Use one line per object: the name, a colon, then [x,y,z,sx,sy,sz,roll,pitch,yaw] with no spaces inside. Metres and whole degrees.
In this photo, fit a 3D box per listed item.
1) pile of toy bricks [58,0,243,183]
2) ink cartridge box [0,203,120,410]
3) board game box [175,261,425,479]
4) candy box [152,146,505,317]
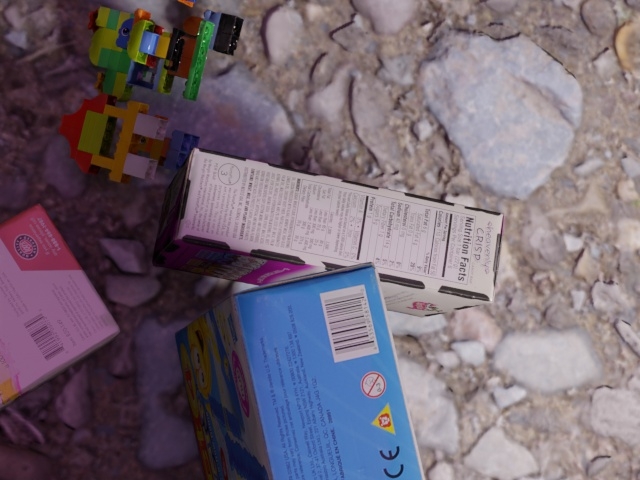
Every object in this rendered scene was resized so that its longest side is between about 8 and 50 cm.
pile of toy bricks: [-0.139,-0.153,0.870,0.105,0.118,0.212,16,94,17]
ink cartridge box: [-0.262,0.074,0.809,0.198,0.067,0.115,-32,90,-18]
board game box: [-0.010,0.189,0.732,0.086,0.302,0.308,-11,84,-15]
candy box: [0.000,0.000,0.839,0.234,0.159,0.071,12,80,-13]
